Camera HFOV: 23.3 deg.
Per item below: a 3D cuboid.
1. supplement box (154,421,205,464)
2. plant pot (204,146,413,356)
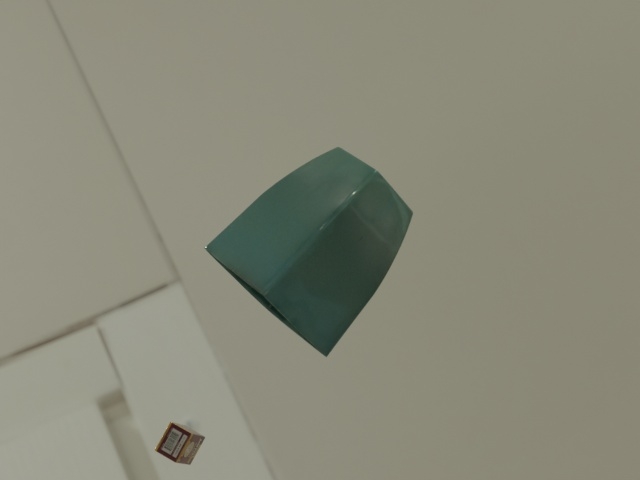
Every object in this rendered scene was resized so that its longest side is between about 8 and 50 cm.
[{"bbox_3d":[-0.224,0.325,2.477,0.055,0.043,0.083,-62,-15,-4],"label":"supplement box"},{"bbox_3d":[0.000,0.000,2.145,0.234,0.166,0.165,-48,-49,-6],"label":"plant pot"}]
